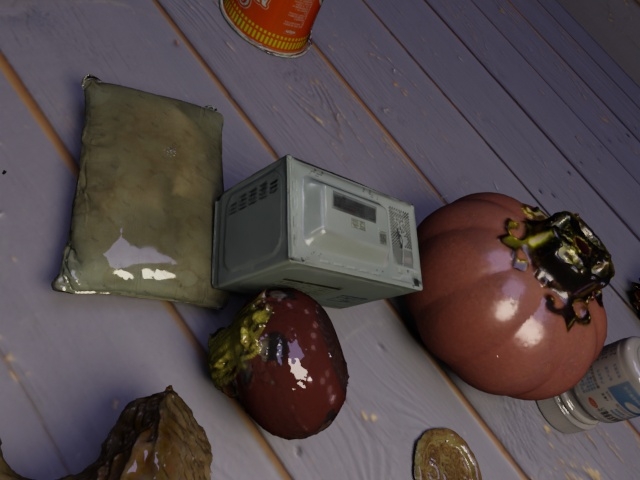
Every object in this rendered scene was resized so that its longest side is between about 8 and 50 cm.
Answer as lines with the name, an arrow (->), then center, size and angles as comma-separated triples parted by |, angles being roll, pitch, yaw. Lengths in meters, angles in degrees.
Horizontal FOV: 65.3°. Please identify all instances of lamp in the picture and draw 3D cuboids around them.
lamp -> 0.269, 0.063, 0.699 | 0.305, 0.239, 0.305 | 18, 50, -23
lamp -> -0.045, 0.129, 0.525 | 0.156, 0.135, 0.157 | -9, 78, -83

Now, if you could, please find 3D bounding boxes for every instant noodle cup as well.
instant noodle cup -> -0.053, -0.472, 0.885 | 0.193, 0.212, 0.193 | 18, 51, -23

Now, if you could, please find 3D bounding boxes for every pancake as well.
pancake -> 0.159, 0.291, 0.624 | 0.115, 0.011, 0.115 | 18, 49, -22

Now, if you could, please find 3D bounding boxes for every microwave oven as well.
microwave oven -> 0.000, 0.000, 0.590 | 0.208, 0.162, 0.122 | 15, 64, -41

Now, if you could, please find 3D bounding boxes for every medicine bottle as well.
medicine bottle -> 0.416, 0.216, 0.738 | 0.105, 0.168, 0.105 | 17, 52, -23

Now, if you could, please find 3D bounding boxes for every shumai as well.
shumai -> -0.178, 0.218, 0.383 | 0.176, 0.166, 0.206 | -5, 25, 4

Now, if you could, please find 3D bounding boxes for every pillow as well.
pillow -> -0.200, -0.067, 0.597 | 0.185, 0.075, 0.302 | 11, 57, -30

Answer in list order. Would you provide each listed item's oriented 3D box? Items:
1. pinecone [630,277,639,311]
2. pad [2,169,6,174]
pinecone -> 0.759, 0.121, 1.035 | 0.163, 0.165, 0.162 | 20, 52, -27
pad -> -0.260, 0.115, 0.305 | 0.250, 0.055, 0.323 | 35, 83, -1
